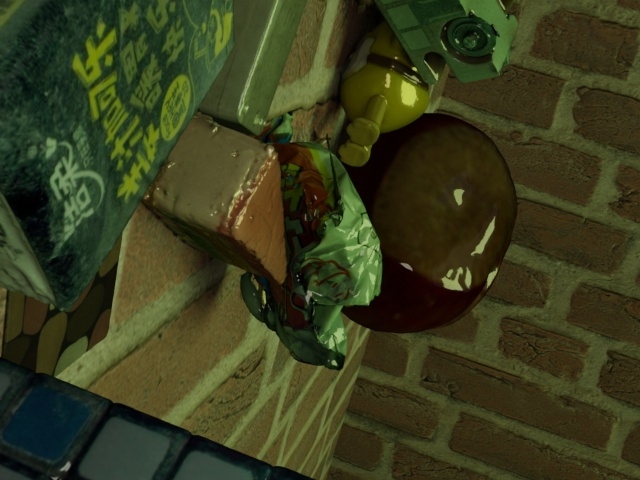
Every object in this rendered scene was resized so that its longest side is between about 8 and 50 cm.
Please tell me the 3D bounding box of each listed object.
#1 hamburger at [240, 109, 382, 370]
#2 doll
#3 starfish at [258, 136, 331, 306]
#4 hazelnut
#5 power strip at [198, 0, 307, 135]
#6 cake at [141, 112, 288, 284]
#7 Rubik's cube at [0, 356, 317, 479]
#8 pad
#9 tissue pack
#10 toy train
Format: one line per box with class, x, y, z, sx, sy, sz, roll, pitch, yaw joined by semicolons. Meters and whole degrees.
hamburger;0.002;0.002;0.972;0.260;0.151;0.276;40;-44;54
doll;0.119;-0.283;1.322;0.199;0.145;0.363;118;-6;-59
starfish;-0.041;-0.015;1.195;0.236;0.062;0.277;-44;153;-65
hazelnut;0.169;-0.024;1.508;0.409;0.359;0.359;-60;167;-14
power strip;-0.043;-0.248;0.813;0.093;0.053;0.288;22;86;-78
cake;-0.097;-0.011;0.797;0.225;0.109;0.090;90;22;-58
Rubik's cube;-0.158;0.289;0.531;0.293;0.287;0.292;93;20;-53
pad;-0.191;0.007;0.646;0.158;0.003;0.234;-47;153;-65
tissue pack;-0.137;-0.111;0.501;0.185;0.081;0.257;87;24;-55
toy train;0.153;-0.362;1.144;0.326;0.159;0.129;49;50;-36
